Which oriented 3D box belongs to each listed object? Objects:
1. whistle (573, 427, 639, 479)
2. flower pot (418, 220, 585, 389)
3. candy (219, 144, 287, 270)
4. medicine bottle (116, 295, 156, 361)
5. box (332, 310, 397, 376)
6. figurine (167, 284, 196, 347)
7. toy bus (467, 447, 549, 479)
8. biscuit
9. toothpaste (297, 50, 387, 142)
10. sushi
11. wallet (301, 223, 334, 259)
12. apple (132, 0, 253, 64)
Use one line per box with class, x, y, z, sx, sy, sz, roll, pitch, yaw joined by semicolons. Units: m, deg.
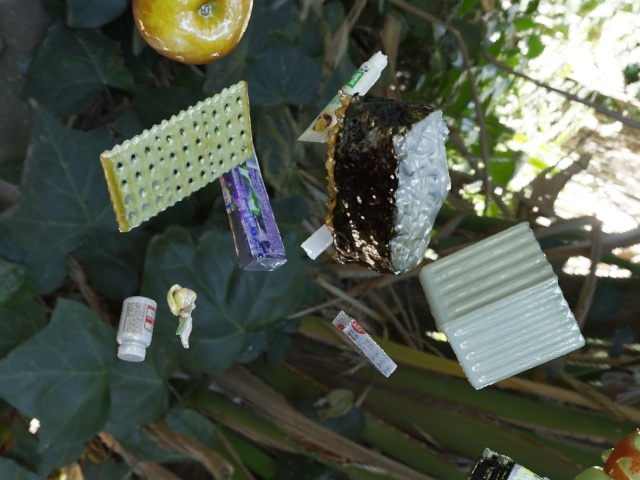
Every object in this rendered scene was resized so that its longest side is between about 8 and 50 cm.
whistle;0.462;0.345;1.039;0.288;0.131;0.106;-44;132;11
flower pot;0.287;0.104;1.154;0.190;0.209;0.239;-26;167;13
candy;-0.154;-0.083;1.509;0.088;0.312;0.061;7;147;-43
medicine bottle;-0.433;0.208;1.698;0.079;0.079;0.140;77;14;-62
box;0.109;0.256;1.772;0.039;0.055;0.218;-47;126;-8
figurine;-0.392;0.210;2.050;0.083;0.083;0.187;73;10;-64
toy bus;0.497;0.650;1.922;0.128;0.150;0.262;-59;180;-10
biscuit;-0.181;-0.112;0.970;0.231;0.016;0.139;-36;144;-30
toothpaste;0.062;-0.331;1.695;0.314;0.056;0.058;-52;-179;-28
sushi;0.129;-0.108;1.387;0.234;0.208;0.348;-25;126;-51
wallet;0.000;0.000;1.582;0.083;0.044;0.011;-41;-177;-12
apple;-0.197;-0.367;1.147;0.195;0.173;0.160;-30;130;-15
